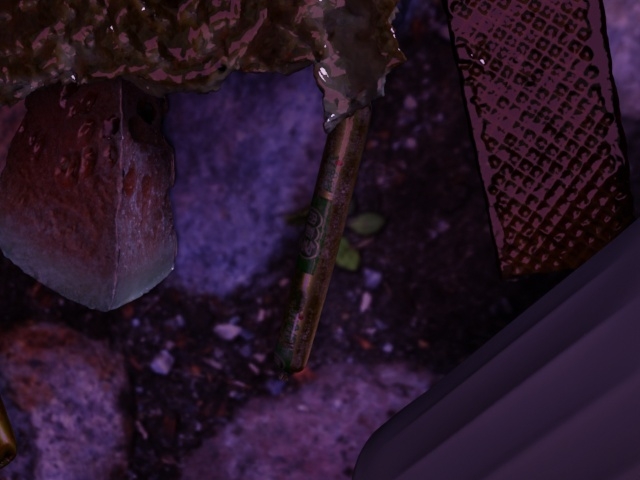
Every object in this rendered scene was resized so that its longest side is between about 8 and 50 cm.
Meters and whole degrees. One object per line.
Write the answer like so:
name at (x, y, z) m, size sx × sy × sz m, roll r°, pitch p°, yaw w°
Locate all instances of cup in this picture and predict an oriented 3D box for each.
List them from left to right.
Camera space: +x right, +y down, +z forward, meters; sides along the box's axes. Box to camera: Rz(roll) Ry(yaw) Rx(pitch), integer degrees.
cup at (0.221, 0.165, 0.559) m, size 0.327 × 0.323 × 0.237 m, roll -49°, pitch 45°, yaw 32°

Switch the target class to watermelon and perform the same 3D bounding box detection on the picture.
watermelon at (-0.190, -0.080, 0.671) m, size 0.154 × 0.094 × 0.241 m, roll 20°, pitch 107°, yaw 16°

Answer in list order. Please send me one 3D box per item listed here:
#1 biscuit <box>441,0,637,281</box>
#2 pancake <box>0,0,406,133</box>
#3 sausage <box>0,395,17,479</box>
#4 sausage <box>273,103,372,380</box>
biscuit at (0.164, -0.088, 0.589) m, size 0.106 × 0.070 × 0.252 m, roll -10°, pitch 103°, yaw 16°
pancake at (-0.112, -0.235, 0.588) m, size 0.427 × 0.067 × 0.305 m, roll 4°, pitch 93°, yaw 11°
sausage at (-0.366, 0.073, 0.746) m, size 0.082 × 0.082 × 0.371 m, roll -12°, pitch 103°, yaw 15°
sausage at (0.001, 0.000, 0.667) m, size 0.033 × 0.033 × 0.269 m, roll 17°, pitch 107°, yaw 8°
